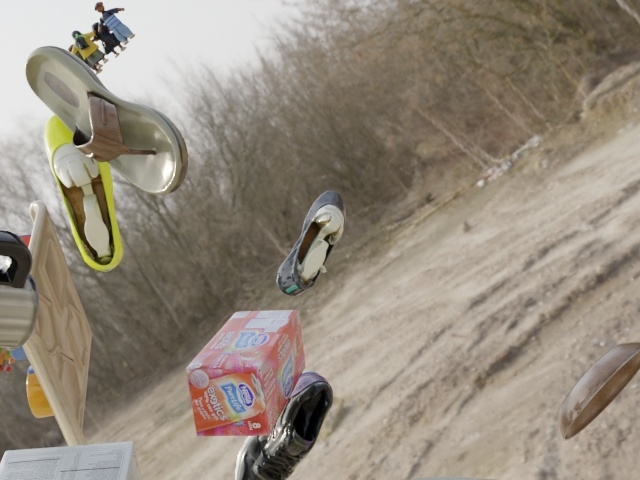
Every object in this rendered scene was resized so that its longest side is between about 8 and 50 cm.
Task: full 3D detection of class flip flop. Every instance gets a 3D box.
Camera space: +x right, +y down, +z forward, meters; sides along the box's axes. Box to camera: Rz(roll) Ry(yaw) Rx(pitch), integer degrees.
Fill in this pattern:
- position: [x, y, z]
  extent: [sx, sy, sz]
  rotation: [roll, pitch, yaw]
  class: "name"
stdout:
- position: [-0.286, -0.149, 0.886]
  extent: [0.112, 0.277, 0.080]
  rotation: [-56, -10, 32]
  class: "flip flop"

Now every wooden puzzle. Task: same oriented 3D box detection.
- position: [-0.558, 0.198, 1.198]
  extent: [0.006, 0.049, 0.083]
  rotation: [3, -18, 24]
  class: "wooden puzzle"
- position: [-0.467, 0.153, 1.182]
  extent: [0.080, 0.322, 0.348]
  rotation: [-11, 40, -10]
  class: "wooden puzzle"

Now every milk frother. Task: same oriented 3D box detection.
- position: [-0.319, 0.070, 0.625]
  extent: [0.129, 0.143, 0.134]
  rotation: [-42, -29, 23]
  class: "milk frother"

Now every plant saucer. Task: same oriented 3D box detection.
- position: [0.426, 0.222, 1.057]
  extent: [0.198, 0.036, 0.199]
  rotation: [-32, -34, -24]
  class: "plant saucer"

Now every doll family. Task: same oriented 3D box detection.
- position: [-0.537, -0.487, 1.668]
  extent: [0.193, 0.111, 0.076]
  rotation: [-42, 8, -1]
  class: "doll family"

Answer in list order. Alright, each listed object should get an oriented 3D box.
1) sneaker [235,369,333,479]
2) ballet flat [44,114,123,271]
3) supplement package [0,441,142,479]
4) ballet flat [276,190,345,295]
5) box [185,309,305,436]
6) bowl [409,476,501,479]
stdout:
- position: [-0.070, 0.378, 1.289]
  extent: [0.283, 0.107, 0.124]
  rotation: [-63, 13, -6]
  class: "sneaker"
- position: [-0.324, -0.065, 0.962]
  extent: [0.077, 0.231, 0.077]
  rotation: [-15, 13, -12]
  class: "ballet flat"
- position: [-0.365, 0.457, 0.978]
  extent: [0.197, 0.199, 0.263]
  rotation: [-3, 30, -3]
  class: "supplement package"
- position: [0.000, 0.000, 1.101]
  extent: [0.203, 0.074, 0.074]
  rotation: [-61, 13, -26]
  class: "ballet flat"
- position: [-0.119, 0.219, 1.187]
  extent: [0.128, 0.123, 0.257]
  rotation: [-4, 14, 13]
  class: "box"
- position: [0.211, 0.427, 0.864]
  extent: [0.311, 0.311, 0.163]
  rotation: [-36, -11, -44]
  class: "bowl"
